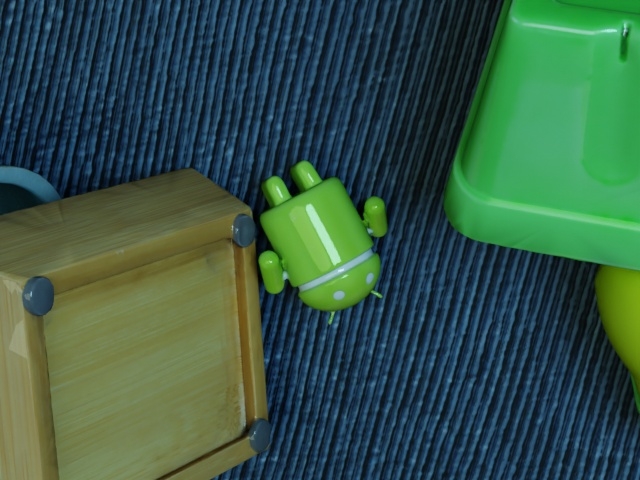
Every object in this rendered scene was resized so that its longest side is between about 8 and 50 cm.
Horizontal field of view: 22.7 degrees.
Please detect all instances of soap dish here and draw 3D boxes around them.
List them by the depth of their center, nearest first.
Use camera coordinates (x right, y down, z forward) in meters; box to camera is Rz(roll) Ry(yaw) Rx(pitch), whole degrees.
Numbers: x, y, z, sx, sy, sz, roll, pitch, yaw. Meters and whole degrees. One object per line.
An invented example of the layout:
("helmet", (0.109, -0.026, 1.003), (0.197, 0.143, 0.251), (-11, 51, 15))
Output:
("soap dish", (-0.151, 0.086, 1.097), (0.118, 0.291, 0.229), (5, 104, 34))

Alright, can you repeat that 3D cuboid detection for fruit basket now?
("fruit basket", (0.273, -0.045, 0.997), (0.392, 0.283, 0.392), (14, 149, 9))

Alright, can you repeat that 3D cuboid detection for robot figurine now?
("robot figurine", (0.000, 0.000, 1.151), (0.101, 0.067, 0.115), (-28, 94, -10))

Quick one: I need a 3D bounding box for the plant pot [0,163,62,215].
("plant pot", (-0.417, 0.036, 1.164), (0.334, 0.341, 0.341), (26, 109, 18))
